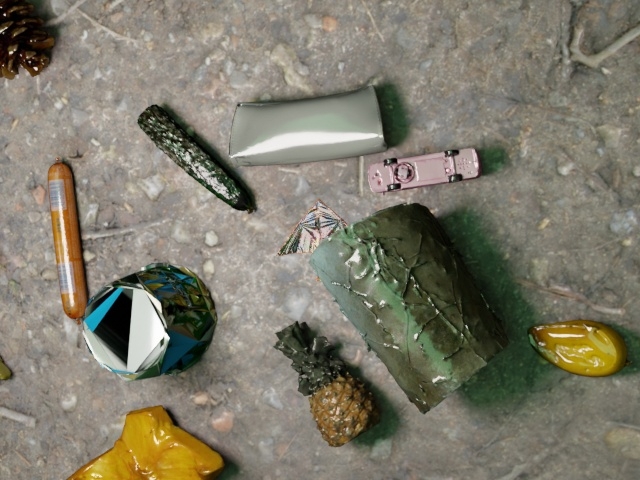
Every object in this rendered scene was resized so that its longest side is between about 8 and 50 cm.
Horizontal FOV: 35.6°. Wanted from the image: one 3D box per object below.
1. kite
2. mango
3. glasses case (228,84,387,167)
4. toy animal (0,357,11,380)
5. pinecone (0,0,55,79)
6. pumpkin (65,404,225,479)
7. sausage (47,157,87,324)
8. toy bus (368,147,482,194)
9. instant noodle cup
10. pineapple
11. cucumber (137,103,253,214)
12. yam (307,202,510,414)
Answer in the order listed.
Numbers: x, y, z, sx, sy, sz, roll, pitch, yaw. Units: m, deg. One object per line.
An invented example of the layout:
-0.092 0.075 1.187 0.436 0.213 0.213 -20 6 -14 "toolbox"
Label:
0.000 0.000 1.920 0.190 0.010 0.159 -5 91 18 "kite"
0.458 0.189 1.762 0.187 0.066 0.101 9 103 21 "mango"
-0.022 -0.211 1.882 0.308 0.083 0.128 -4 85 17 "glasses case"
-0.817 0.353 2.099 0.180 0.181 0.363 35 100 21 "toy animal"
-0.646 -0.411 2.017 0.204 0.184 0.179 42 78 -13 "pinecone"
-0.349 0.464 2.000 0.290 0.095 0.258 32 105 17 "pumpkin"
-0.523 0.002 2.055 0.053 0.053 0.348 -7 90 17 "sausage"
0.192 -0.126 1.815 0.203 0.090 0.063 -8 89 16 "toy bus"
-0.342 0.162 1.942 0.240 0.178 0.240 1 93 17 "instant noodle cup"
0.006 0.263 1.874 0.128 0.128 0.248 -37 78 15 "pineapple"
-0.241 -0.154 1.959 0.293 0.067 0.067 43 103 11 "cucumber"
0.164 0.112 1.759 0.241 0.241 0.348 -35 84 15 "yam"
